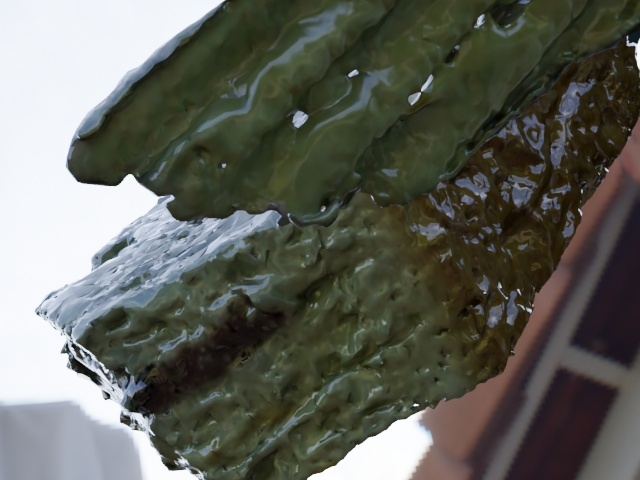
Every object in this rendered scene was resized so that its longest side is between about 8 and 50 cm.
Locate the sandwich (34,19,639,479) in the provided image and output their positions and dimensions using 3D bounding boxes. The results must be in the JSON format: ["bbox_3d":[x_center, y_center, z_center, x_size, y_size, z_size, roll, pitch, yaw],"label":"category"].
[{"bbox_3d":[0.001,0.000,0.912,0.262,0.325,0.131,-24,-71,41],"label":"sandwich"}]

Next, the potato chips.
[{"bbox_3d":[0.039,-0.063,0.417,0.207,0.028,0.092,-44,-58,-7],"label":"potato chips"}]

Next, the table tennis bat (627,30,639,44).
[{"bbox_3d":[0.227,-0.270,1.066,0.044,0.215,0.329,21,-91,-53],"label":"table tennis bat"}]

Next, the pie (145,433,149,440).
[{"bbox_3d":[-0.068,0.060,1.461,0.069,0.273,0.273,24,-35,22],"label":"pie"}]
